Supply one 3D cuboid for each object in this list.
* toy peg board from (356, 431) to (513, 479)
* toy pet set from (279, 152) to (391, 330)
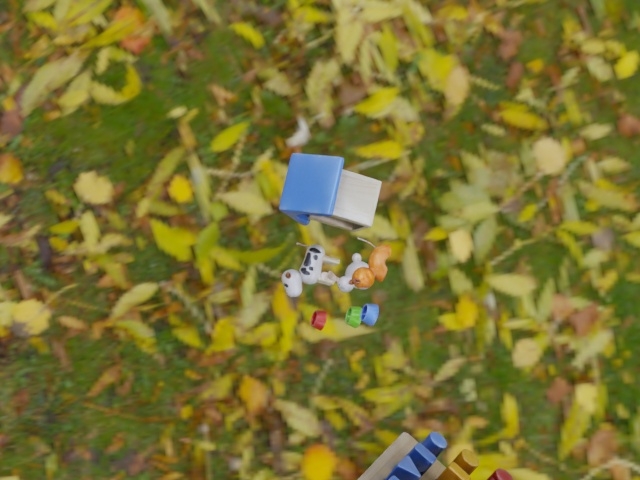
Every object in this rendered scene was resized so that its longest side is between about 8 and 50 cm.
[{"bbox_3d":[0.121,0.241,1.391,0.160,0.079,0.161,42,28,8],"label":"toy peg board"},{"bbox_3d":[0.000,0.000,1.073,0.065,0.122,0.114,16,79,-17],"label":"toy pet set"}]
